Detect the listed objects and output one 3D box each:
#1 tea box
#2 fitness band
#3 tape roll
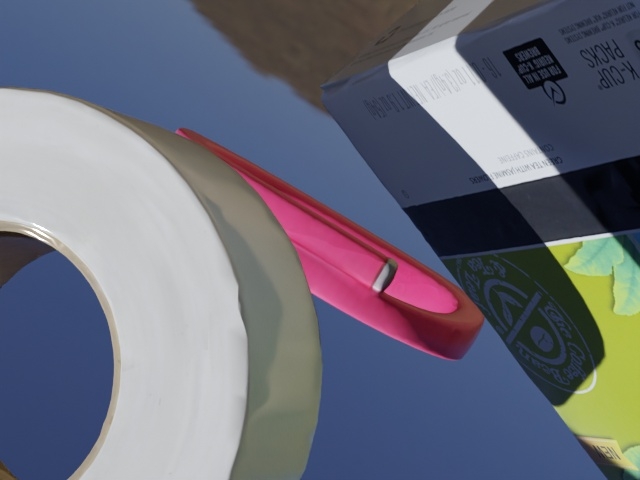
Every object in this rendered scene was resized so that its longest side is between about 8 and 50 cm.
[{"bbox_3d":[0.224,-0.034,0.833,0.323,0.220,0.329,51,160,-10],"label":"tea box"},{"bbox_3d":[0.000,0.000,1.362,0.291,0.054,0.209,32,-173,11],"label":"fitness band"},{"bbox_3d":[-0.147,0.066,0.881,0.286,0.286,0.100,35,-172,20],"label":"tape roll"}]
